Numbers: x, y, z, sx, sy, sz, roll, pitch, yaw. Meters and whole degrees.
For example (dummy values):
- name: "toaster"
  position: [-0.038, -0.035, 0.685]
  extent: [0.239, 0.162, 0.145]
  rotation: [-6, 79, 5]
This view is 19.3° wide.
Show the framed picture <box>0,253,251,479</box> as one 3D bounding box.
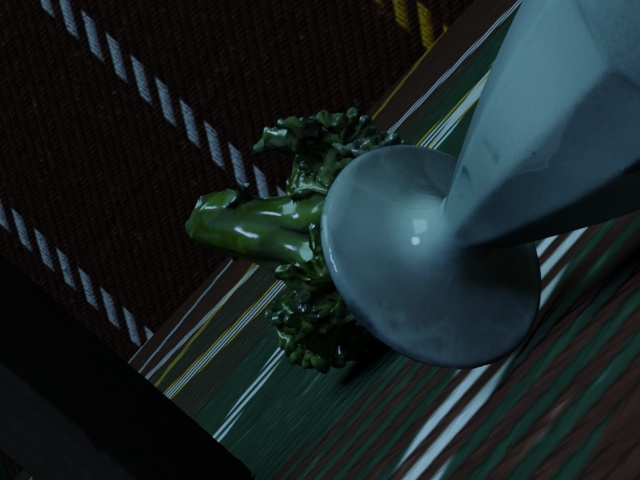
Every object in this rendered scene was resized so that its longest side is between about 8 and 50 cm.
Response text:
- name: "framed picture"
  position: [-0.096, 0.047, 0.652]
  extent: [0.023, 0.168, 0.128]
  rotation: [-49, 4, 5]

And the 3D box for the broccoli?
- name: "broccoli"
  position: [0.000, 0.000, 0.674]
  extent: [0.097, 0.092, 0.095]
  rotation: [7, -80, -81]

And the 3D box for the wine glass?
- name: "wine glass"
  position: [0.063, -0.030, 0.423]
  extent: [0.073, 0.073, 0.155]
  rotation: [-51, 2, -37]
